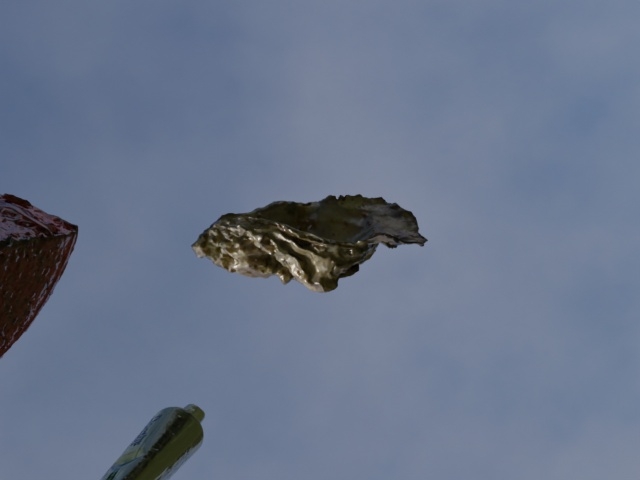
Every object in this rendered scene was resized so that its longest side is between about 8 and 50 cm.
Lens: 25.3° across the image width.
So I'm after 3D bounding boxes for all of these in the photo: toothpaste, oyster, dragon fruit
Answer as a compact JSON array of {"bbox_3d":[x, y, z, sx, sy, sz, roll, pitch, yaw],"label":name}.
[{"bbox_3d":[-0.132,0.168,0.972,0.041,0.064,0.218,37,-149,4],"label":"toothpaste"},{"bbox_3d":[-0.008,-0.001,1.080,0.177,0.105,0.056,-5,-63,-14],"label":"oyster"},{"bbox_3d":[-0.313,0.029,1.040,0.262,0.163,0.189,-7,-87,-64],"label":"dragon fruit"}]
